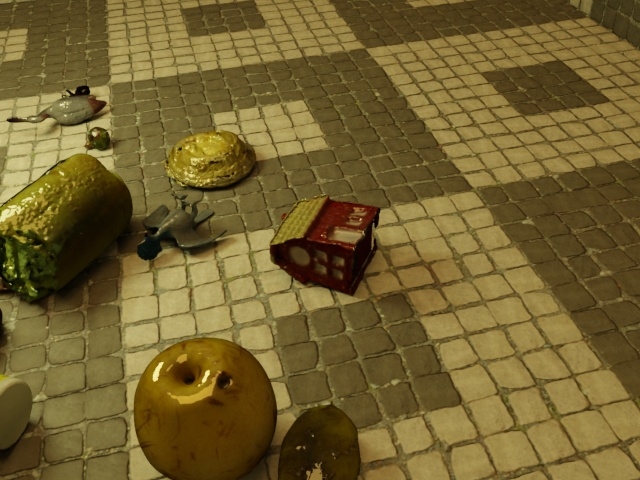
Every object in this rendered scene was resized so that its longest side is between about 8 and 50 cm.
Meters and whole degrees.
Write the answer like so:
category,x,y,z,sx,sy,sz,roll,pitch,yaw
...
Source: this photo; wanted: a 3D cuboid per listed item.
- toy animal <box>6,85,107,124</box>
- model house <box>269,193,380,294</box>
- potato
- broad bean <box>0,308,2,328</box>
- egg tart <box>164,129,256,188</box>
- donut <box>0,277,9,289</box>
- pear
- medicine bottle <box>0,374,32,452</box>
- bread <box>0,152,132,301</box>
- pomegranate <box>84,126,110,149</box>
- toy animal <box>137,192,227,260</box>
category,x,y,z,sx,sy,sz,roll,pitch,yaw
toy animal,-0.861,-0.437,2.222,0.195,0.090,0.324,7,32,20
model house,0.000,0.000,1.627,0.254,0.160,0.196,12,42,19
potato,-0.002,0.397,1.193,0.149,0.113,0.251,3,42,11
broad bean,-0.812,0.200,1.450,0.156,0.122,0.228,27,45,26
egg tart,-0.335,-0.259,1.991,0.279,0.095,0.279,0,41,0
donut,-0.817,0.057,1.662,0.117,0.065,0.166,-3,39,-2
pear,-0.208,0.305,1.198,0.281,0.280,0.280,-1,41,1
medicine bottle,-0.716,0.318,1.292,0.258,0.143,0.143,8,41,11
bread,-0.642,-0.055,1.646,0.251,0.208,0.376,47,45,-9
pomegranate,-0.715,-0.326,2.100,0.085,0.073,0.073,-9,41,-9
toy animal,-0.384,-0.038,1.750,0.239,0.176,0.255,29,15,27
